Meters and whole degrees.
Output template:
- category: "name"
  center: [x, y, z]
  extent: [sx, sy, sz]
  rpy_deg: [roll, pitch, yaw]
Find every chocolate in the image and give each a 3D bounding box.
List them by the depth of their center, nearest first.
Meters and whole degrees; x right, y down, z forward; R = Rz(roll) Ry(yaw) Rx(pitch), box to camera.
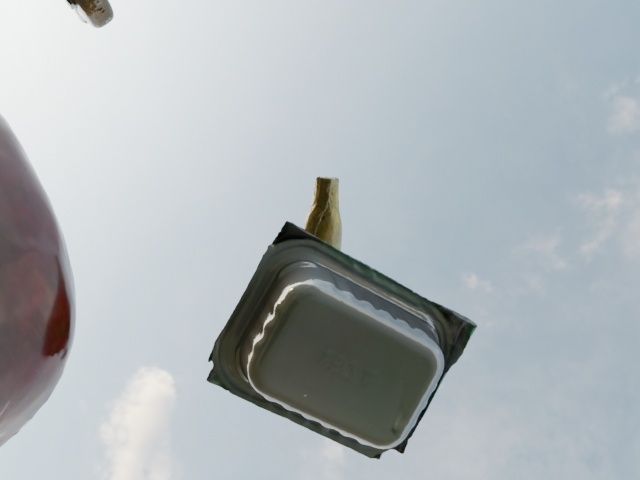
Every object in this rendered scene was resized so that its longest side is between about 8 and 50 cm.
- category: "chocolate"
  center: [0.000, 0.000, 0.898]
  extent: [0.086, 0.086, 0.219]
  rpy_deg: [4, -92, 28]

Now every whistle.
- category: "whistle"
  center: [-0.397, -0.402, 0.887]
  extent: [0.057, 0.220, 0.107]
  rpy_deg: [-40, -67, -10]

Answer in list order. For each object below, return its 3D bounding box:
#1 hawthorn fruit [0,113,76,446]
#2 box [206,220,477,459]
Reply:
- category: "hawthorn fruit"
  center: [-0.323, 0.017, 0.319]
  extent: [0.308, 0.308, 0.324]
  rpy_deg: [-29, -85, 26]
- category: "box"
  center: [0.036, 0.165, 0.744]
  extent: [0.337, 0.106, 0.264]
  rpy_deg: [28, -89, -11]
